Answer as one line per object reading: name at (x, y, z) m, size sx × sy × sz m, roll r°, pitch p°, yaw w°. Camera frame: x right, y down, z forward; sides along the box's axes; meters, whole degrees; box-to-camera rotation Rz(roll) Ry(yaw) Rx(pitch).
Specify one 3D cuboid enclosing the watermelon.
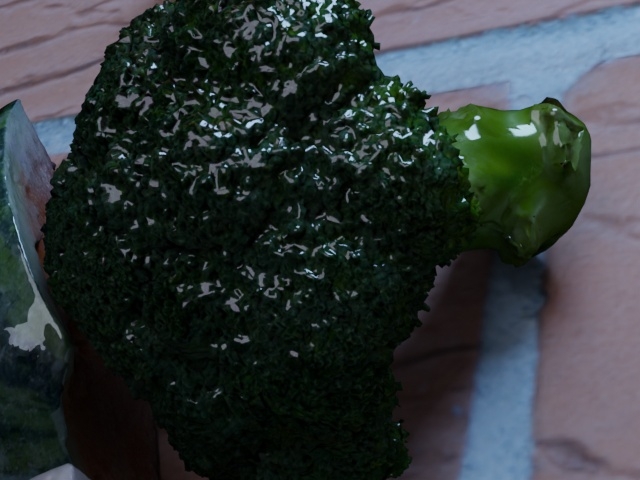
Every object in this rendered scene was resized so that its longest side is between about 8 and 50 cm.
watermelon at (-0.178, 0.091, 0.734) m, size 0.176 × 0.256 × 0.260 m, roll 9°, pitch 33°, yaw -19°

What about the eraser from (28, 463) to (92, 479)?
eraser at (-0.082, 0.271, 0.501) m, size 0.078 × 0.144 × 0.343 m, roll -23°, pitch 49°, yaw 8°

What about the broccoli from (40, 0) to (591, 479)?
broccoli at (0.000, 0.000, 0.665) m, size 0.297 × 0.298 × 0.297 m, roll -5°, pitch 36°, yaw -26°
